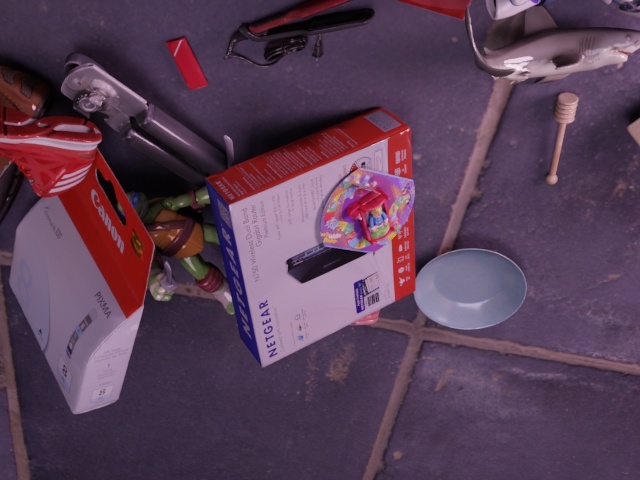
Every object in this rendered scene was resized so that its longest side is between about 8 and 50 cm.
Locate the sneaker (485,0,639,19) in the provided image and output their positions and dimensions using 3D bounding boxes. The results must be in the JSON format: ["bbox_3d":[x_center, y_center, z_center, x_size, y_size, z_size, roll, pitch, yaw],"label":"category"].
[{"bbox_3d":[0.314,-0.315,1.014,0.236,0.130,0.323,-41,110,3],"label":"sneaker"}]

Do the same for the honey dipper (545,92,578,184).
[{"bbox_3d":[0.359,-0.149,1.273,0.030,0.030,0.161,3,135,4],"label":"honey dipper"}]

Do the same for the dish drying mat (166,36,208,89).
[{"bbox_3d":[-0.198,-0.261,1.248,0.032,0.008,0.083,-12,128,15],"label":"dish drying mat"}]

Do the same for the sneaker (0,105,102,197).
[{"bbox_3d":[-0.437,-0.118,1.216,0.221,0.087,0.128,7,126,-24],"label":"sneaker"}]

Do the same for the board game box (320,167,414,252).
[{"bbox_3d":[0.079,-0.034,1.248,0.168,0.033,0.133,9,116,-40],"label":"board game box"}]

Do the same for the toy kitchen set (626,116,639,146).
[{"bbox_3d":[0.579,-0.127,1.245,0.122,0.166,0.207,-38,81,31],"label":"toy kitchen set"}]

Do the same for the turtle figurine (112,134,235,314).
[{"bbox_3d":[-0.177,0.013,1.318,0.274,0.198,0.266,-16,145,34],"label":"turtle figurine"}]

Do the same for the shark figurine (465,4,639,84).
[{"bbox_3d":[0.275,-0.267,1.118,0.278,0.116,0.166,-10,-179,-25],"label":"shark figurine"}]

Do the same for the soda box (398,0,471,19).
[{"bbox_3d":[0.074,-0.371,1.073,0.263,0.083,0.092,15,130,-6],"label":"soda box"}]

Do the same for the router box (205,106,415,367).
[{"bbox_3d":[0.000,0.000,1.301,0.301,0.082,0.335,-25,134,-19],"label":"router box"}]

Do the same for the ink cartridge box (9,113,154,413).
[{"bbox_3d":[-0.393,0.044,1.346,0.091,0.308,0.385,-13,143,-34],"label":"ink cartridge box"}]

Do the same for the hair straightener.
[{"bbox_3d":[-0.030,-0.283,1.184,0.230,0.047,0.089,-16,127,19],"label":"hair straightener"}]

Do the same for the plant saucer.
[{"bbox_3d":[0.259,0.076,1.470,0.195,0.037,0.195,3,130,3],"label":"plant saucer"}]

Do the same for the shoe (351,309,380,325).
[{"bbox_3d":[0.025,0.106,1.503,0.178,0.063,0.081,7,126,-5],"label":"shoe"}]

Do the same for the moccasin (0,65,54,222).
[{"bbox_3d":[-0.550,-0.112,1.329,0.147,0.139,0.380,25,128,-14],"label":"moccasin"}]

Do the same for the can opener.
[{"bbox_3d":[-0.265,-0.189,1.285,0.076,0.095,0.283,-32,134,28],"label":"can opener"}]
